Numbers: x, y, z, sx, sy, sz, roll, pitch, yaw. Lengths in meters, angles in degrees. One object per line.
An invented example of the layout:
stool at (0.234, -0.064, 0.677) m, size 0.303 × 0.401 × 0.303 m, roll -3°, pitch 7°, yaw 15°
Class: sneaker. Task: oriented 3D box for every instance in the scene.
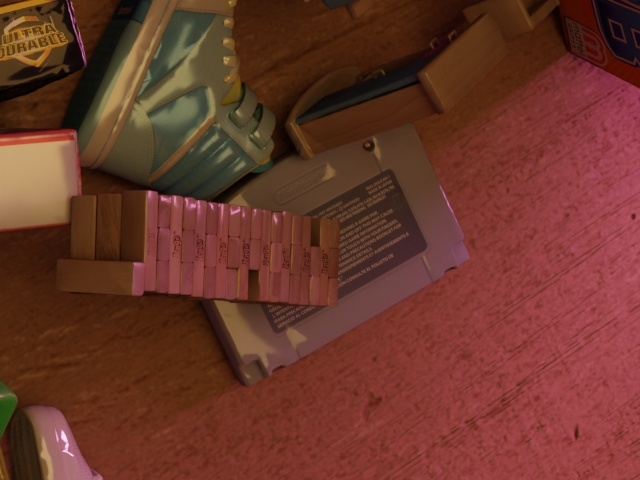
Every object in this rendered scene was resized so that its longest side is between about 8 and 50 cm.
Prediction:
sneaker at (-0.106, -0.184, 1.834) m, size 0.208 × 0.127 × 0.319 m, roll 28°, pitch 94°, yaw -20°
sneaker at (-0.202, 0.281, 1.813) m, size 0.169 × 0.108 × 0.293 m, roll -17°, pitch 106°, yaw -24°

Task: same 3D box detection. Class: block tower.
block tower at (-0.101, 0.012, 1.714) m, size 0.335 × 0.091 × 0.097 m, roll 4°, pitch 86°, yaw -56°

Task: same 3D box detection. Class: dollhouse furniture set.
dollhouse furniture set at (0.040, -0.285, 1.842) m, size 0.286 × 0.198 × 0.303 m, roll -44°, pitch 111°, yaw -44°

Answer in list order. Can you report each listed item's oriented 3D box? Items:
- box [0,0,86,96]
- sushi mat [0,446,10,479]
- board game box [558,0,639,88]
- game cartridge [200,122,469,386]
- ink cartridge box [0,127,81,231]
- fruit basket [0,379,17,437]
box at (-0.397, -0.137, 1.644) m, size 0.322 × 0.257 × 0.079 m, roll -17°, pitch 97°, yaw -21°
sushi mat at (-0.360, 0.316, 1.782) m, size 0.151 × 0.019 × 0.317 m, roll -16°, pitch 96°, yaw -19°
board game box at (0.473, -0.360, 1.890) m, size 0.356 × 0.356 × 0.357 m, roll -40°, pitch 138°, yaw -18°
game cartridge at (0.000, 0.000, 1.923) m, size 0.294 × 0.060 × 0.196 m, roll -28°, pitch 104°, yaw -21°
ink cartridge box at (-0.327, -0.056, 1.693) m, size 0.158 × 0.218 × 0.092 m, roll -6°, pitch 98°, yaw -23°
fruit basket at (-0.513, 0.184, 1.628) m, size 0.283 × 0.392 × 0.392 m, roll 32°, pitch 74°, yaw -62°
